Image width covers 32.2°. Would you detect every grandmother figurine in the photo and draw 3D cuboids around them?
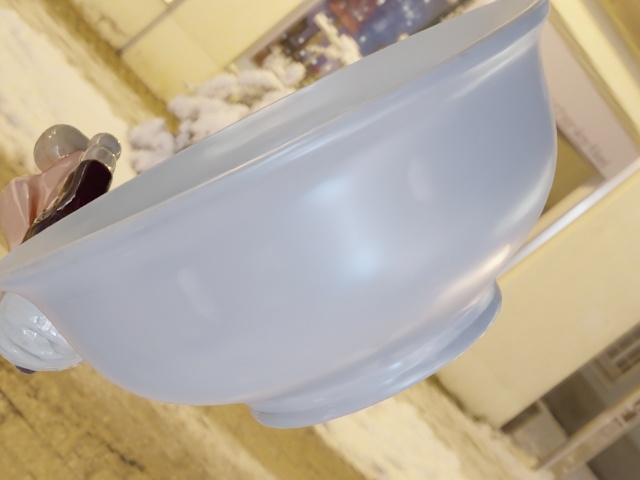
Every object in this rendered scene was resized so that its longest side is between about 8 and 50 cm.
[{"bbox_3d":[-0.215,0.013,0.891,0.104,0.207,0.342,9,14,-14],"label":"grandmother figurine"}]

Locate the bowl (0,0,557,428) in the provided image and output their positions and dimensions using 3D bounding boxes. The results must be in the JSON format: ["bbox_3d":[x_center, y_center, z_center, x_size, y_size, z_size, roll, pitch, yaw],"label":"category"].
[{"bbox_3d":[0.000,0.000,0.556,0.134,0.298,0.298,63,5,-11],"label":"bowl"}]
